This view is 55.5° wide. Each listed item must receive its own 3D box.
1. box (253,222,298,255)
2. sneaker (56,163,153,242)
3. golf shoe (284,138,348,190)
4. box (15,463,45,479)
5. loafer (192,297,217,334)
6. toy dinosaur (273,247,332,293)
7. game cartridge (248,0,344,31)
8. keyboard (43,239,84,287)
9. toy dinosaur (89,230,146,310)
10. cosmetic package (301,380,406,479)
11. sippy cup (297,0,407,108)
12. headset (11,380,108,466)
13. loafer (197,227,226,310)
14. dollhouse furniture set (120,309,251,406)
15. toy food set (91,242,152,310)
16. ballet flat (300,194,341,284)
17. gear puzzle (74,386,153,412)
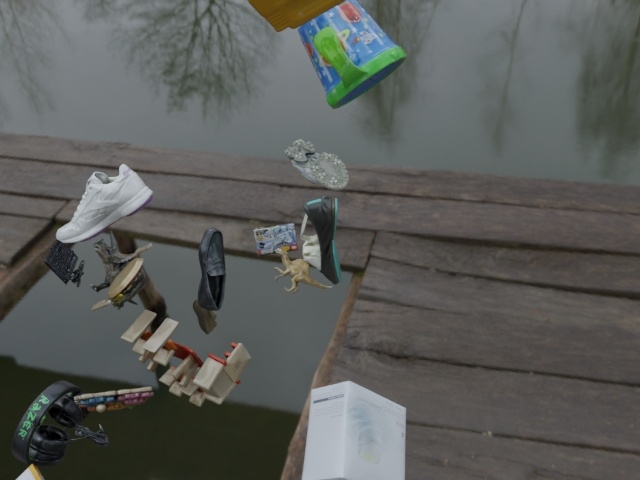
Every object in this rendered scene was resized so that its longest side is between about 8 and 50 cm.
[{"bbox_3d":[-0.148,-0.004,2.032,0.136,0.094,0.027,-8,21,1],"label":"box"},{"bbox_3d":[-0.623,-0.104,1.698,0.305,0.152,0.114,-30,21,8],"label":"sneaker"},{"bbox_3d":[0.001,-0.149,1.308,0.069,0.086,0.176,-40,56,-13],"label":"golf shoe"},{"bbox_3d":[-0.769,0.649,1.547,0.136,0.028,0.081,-47,42,-18],"label":"box"},{"bbox_3d":[-0.336,0.213,1.783,0.056,0.148,0.050,35,54,28],"label":"loafer"},{"bbox_3d":[-0.059,0.098,1.614,0.093,0.183,0.053,-51,4,0],"label":"toy dinosaur"},{"bbox_3d":[-0.013,-0.465,0.926,0.285,0.323,0.053,-24,71,17],"label":"game cartridge"},{"bbox_3d":[-0.584,0.047,1.415,0.038,0.100,0.192,-38,21,-2],"label":"keyboard"},{"bbox_3d":[-0.586,0.126,1.840,0.121,0.314,0.160,28,70,30],"label":"toy dinosaur"},{"bbox_3d":[0.088,0.489,1.463,0.138,0.224,0.225,-23,47,39],"label":"cosmetic package"},{"bbox_3d":[0.066,-0.496,1.563,0.240,0.224,0.305,-34,2,-13],"label":"sippy cup"},{"bbox_3d":[-0.773,0.571,1.843,0.185,0.394,0.244,24,69,7],"label":"headset"},{"bbox_3d":[-0.283,0.079,1.635,0.078,0.223,0.076,9,7,41],"label":"loafer"},{"bbox_3d":[-0.313,0.289,1.494,0.259,0.262,0.135,14,54,32],"label":"dollhouse furniture set"},{"bbox_3d":[-0.466,0.096,1.471,0.132,0.038,0.192,-17,37,52],"label":"toy food set"},{"bbox_3d":[0.000,0.000,1.527,0.096,0.281,0.095,-3,40,2],"label":"ballet flat"},{"bbox_3d":[-0.519,0.409,1.521,0.175,0.339,0.044,-2,74,-21],"label":"gear puzzle"}]
